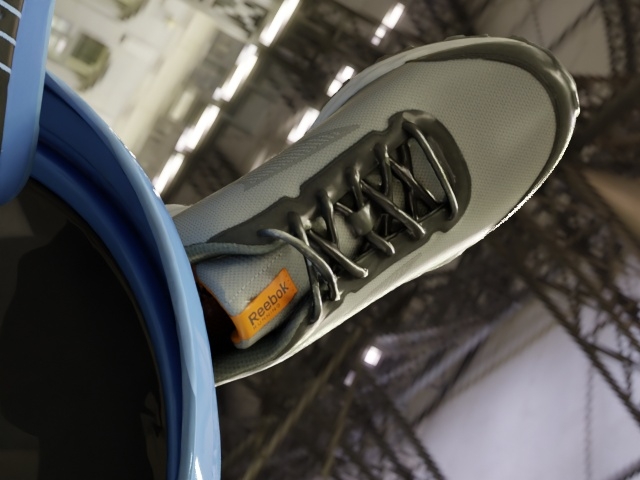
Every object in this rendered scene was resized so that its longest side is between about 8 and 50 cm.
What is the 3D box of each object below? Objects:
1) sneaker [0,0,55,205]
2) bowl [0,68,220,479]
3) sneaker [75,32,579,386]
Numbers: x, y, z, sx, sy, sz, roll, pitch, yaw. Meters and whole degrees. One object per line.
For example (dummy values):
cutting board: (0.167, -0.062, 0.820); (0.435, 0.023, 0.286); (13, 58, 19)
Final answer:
sneaker: (-0.138, -0.099, 0.488); (0.090, 0.081, 0.232); (-38, 141, -56)
bowl: (-0.221, 0.093, 0.559); (0.391, 0.391, 0.077); (-67, 158, -17)
sneaker: (0.000, 0.000, 0.650); (0.271, 0.100, 0.108); (-30, -163, -3)
